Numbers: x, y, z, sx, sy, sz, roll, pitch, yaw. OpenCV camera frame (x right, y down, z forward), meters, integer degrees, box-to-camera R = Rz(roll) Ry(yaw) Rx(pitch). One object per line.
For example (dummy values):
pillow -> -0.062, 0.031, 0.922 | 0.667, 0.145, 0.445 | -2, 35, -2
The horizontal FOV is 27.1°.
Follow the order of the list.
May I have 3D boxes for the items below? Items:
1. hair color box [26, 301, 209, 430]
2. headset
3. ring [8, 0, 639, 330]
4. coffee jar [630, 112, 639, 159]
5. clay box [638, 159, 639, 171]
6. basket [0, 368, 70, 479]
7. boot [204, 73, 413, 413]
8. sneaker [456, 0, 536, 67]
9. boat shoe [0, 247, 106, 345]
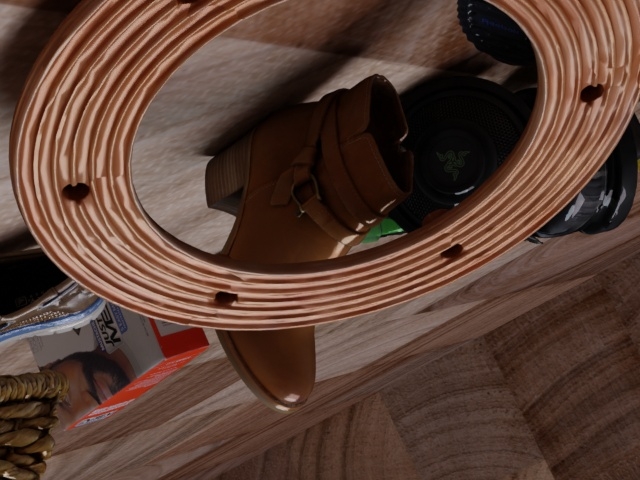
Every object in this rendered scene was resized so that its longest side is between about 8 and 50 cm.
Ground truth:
hair color box -> -0.173, 0.085, 1.119 | 0.053, 0.093, 0.167 | -13, 163, -45
headset -> 0.162, -0.035, 1.035 | 0.243, 0.185, 0.394 | -7, 172, -44
ring -> 0.007, -0.060, 0.696 | 0.336, 0.032, 0.337 | -12, 145, -8
coffee jar -> 0.213, -0.076, 1.221 | 0.079, 0.096, 0.184 | -17, 166, -35
clay box -> 0.484, -0.130, 1.679 | 0.127, 0.053, 0.222 | -23, 168, -10
basket -> -0.361, 0.169, 0.922 | 0.299, 0.223, 0.213 | -14, 141, 25
boot -> 0.000, 0.000, 0.853 | 0.152, 0.197, 0.073 | -24, 161, 35
sneaker -> 0.116, -0.174, 0.687 | 0.082, 0.069, 0.209 | -59, 167, -18
boat shoe -> -0.233, 0.039, 0.881 | 0.183, 0.066, 0.066 | -20, 151, -18
